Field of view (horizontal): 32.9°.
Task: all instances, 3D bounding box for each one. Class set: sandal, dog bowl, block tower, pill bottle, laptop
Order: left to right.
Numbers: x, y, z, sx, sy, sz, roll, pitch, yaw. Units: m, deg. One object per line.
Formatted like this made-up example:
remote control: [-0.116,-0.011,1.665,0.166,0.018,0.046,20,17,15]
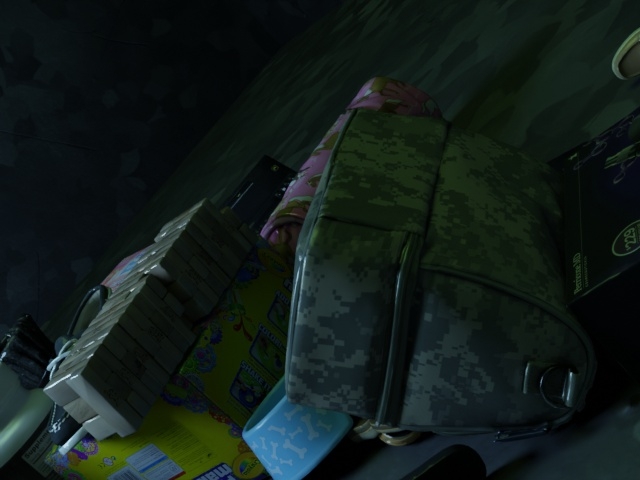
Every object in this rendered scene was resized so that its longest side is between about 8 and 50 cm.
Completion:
pill bottle: [-0.381,0.305,1.492,0.162,0.278,0.162,-42,15,14]
block tower: [-0.192,0.084,1.264,0.097,0.091,0.335,-30,20,38]
laptop: [-0.059,-0.039,1.812,0.234,0.264,0.136,-51,-20,-24]
dog bowl: [0.026,0.136,1.202,0.297,0.074,0.166,-49,3,-15]
sandal: [0.066,0.240,0.919,0.179,0.067,0.040,-40,27,10]
sandal: [0.078,0.180,1.083,0.072,0.049,0.180,-46,0,-24]

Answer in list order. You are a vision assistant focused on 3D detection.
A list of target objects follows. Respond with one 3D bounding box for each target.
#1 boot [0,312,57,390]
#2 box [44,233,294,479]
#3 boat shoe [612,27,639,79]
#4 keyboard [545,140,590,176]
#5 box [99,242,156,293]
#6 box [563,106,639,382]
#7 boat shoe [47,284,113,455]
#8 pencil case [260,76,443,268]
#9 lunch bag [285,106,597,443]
boot: [-0.397,0.222,1.778,0.348,0.260,0.131,-25,25,52]
box: [-0.156,0.189,1.401,0.290,0.177,0.279,-34,19,36]
boat shoe: [0.408,-0.240,1.292,0.135,0.050,0.045,-40,11,17]
keyboard: [0.242,-0.050,1.289,0.180,0.023,0.108,-32,14,42]
box: [-0.309,0.102,2.068,0.142,0.154,0.300,-54,17,-29]
box: [0.308,-0.029,0.920,0.184,0.103,0.261,-40,16,28]
boat shoe: [-0.293,0.152,1.344,0.114,0.091,0.302,-43,14,13]
pencil case: [0.056,-0.077,1.555,0.167,0.160,0.386,106,-169,-47]
lunch bag: [0.120,0.032,0.993,0.305,0.256,0.212,-68,-16,-59]
